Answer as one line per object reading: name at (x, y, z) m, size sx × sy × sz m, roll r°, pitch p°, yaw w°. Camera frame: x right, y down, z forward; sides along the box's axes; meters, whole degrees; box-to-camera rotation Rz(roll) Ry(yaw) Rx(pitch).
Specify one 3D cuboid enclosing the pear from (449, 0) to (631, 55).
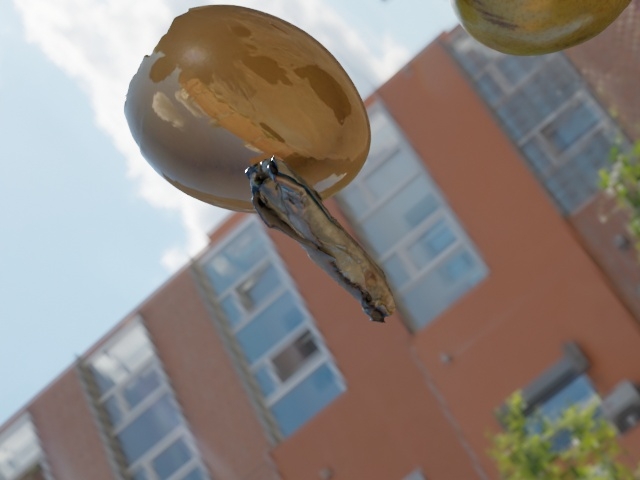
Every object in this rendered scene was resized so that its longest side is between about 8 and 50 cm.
pear at (0.210, -0.281, 1.416) m, size 0.209 × 0.209 × 0.209 m, roll 44°, pitch -163°, yaw -17°

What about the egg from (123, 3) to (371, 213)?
egg at (-0.066, -0.124, 1.494) m, size 0.244 × 0.201 × 0.201 m, roll 23°, pitch -171°, yaw 18°

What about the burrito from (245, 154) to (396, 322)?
burrito at (0.001, -0.002, 1.085) m, size 0.171 × 0.042 × 0.051 m, roll 44°, pitch 175°, yaw -41°
